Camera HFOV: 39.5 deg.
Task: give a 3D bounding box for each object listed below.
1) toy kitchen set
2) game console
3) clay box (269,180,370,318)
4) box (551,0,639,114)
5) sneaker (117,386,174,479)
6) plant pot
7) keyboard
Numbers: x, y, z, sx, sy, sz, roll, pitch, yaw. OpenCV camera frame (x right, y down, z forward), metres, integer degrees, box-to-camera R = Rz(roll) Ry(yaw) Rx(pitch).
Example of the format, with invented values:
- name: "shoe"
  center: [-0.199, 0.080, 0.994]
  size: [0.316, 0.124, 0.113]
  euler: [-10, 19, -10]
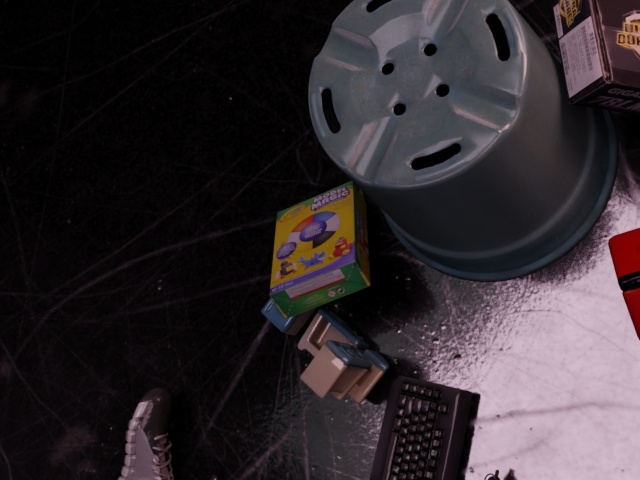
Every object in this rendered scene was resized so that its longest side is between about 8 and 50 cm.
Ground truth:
- name: "toy kitchen set"
  center: [-0.001, 0.107, 1.212]
  size: [0.207, 0.166, 0.122]
  euler: [40, 97, 27]
- name: "game console"
  center: [0.445, 0.042, 1.099]
  size: [0.144, 0.085, 0.124]
  euler: [-19, 40, 20]
- name: "clay box"
  center: [0.000, 0.000, 1.235]
  size: [0.127, 0.053, 0.222]
  euler: [-23, 34, 16]
- name: "box"
  center: [0.405, -0.289, 1.056]
  size: [0.073, 0.295, 0.293]
  euler: [149, 121, -61]
- name: "sneaker"
  center: [-0.227, 0.341, 1.323]
  size: [0.132, 0.086, 0.228]
  euler: [18, 97, 23]
- name: "plant pot"
  center: [0.166, -0.142, 1.096]
  size: [0.341, 0.334, 0.341]
  euler: [-6, 76, 25]
- name: "keyboard"
  center: [0.141, 0.346, 1.149]
  size: [0.201, 0.033, 0.317]
  euler: [7, 82, 37]
